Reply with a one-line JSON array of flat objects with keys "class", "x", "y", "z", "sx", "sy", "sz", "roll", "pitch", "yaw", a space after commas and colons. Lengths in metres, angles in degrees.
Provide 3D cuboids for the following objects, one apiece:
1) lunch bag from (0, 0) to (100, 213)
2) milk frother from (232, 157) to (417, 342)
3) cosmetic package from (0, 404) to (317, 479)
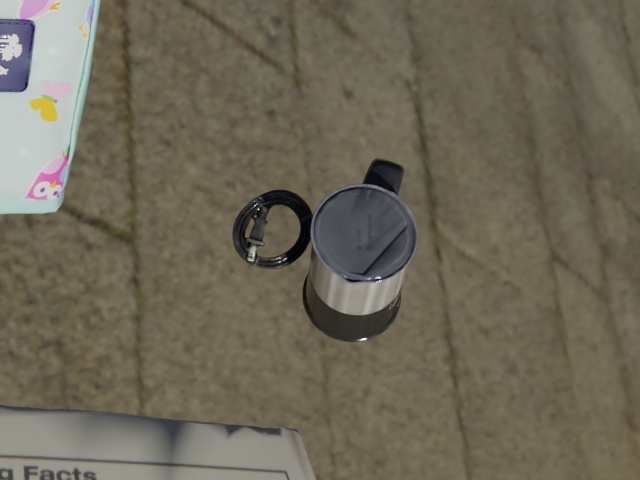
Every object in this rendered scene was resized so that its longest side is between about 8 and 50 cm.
[{"class": "lunch bag", "x": -0.257, "y": -0.138, "z": 0.896, "sx": 0.160, "sy": 0.262, "sz": 0.223, "roll": -74, "pitch": 178, "yaw": -65}, {"class": "milk frother", "x": 0.000, "y": 0.000, "z": 1.237, "sx": 0.135, "sy": 0.143, "sz": 0.129, "roll": 98, "pitch": -7, "yaw": -65}, {"class": "cosmetic package", "x": -0.044, "y": 0.201, "z": 0.380, "sx": 0.160, "sy": 0.113, "sz": 0.309, "roll": 12, "pitch": 45, "yaw": -42}]
